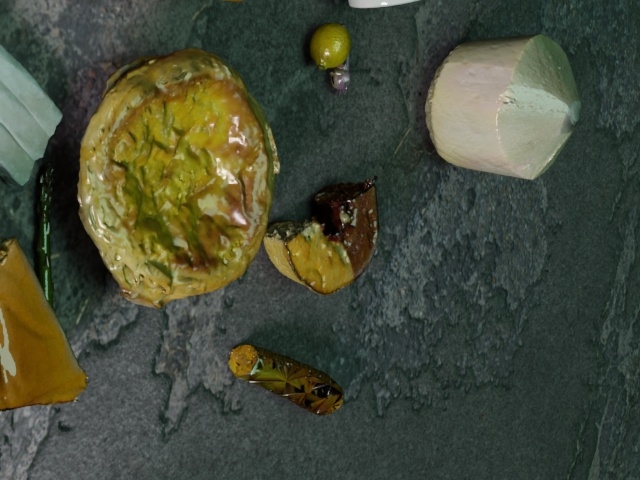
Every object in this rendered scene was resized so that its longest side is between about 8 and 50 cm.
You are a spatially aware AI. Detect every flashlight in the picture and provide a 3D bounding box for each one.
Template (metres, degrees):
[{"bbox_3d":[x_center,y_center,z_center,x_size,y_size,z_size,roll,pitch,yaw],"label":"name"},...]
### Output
[{"bbox_3d":[0.029,-0.278,2.104,0.031,0.052,0.110,1,89,-15],"label":"flashlight"}]

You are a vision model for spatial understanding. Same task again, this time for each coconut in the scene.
[{"bbox_3d":[0.320,-0.222,2.295,0.239,0.244,0.239,-8,101,-49],"label":"coconut"}]

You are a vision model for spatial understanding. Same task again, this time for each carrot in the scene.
[{"bbox_3d":[-0.048,0.209,2.061,0.228,0.069,0.069,30,72,-47],"label":"carrot"}]

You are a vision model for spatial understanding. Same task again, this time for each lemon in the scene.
[{"bbox_3d":[0.014,-0.292,2.060,0.062,0.062,0.083,42,61,-45],"label":"lemon"}]

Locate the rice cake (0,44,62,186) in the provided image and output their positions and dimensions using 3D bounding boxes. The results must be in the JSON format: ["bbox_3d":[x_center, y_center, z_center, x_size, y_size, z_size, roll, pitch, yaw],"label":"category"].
[{"bbox_3d":[-0.396,-0.171,1.604,0.211,0.038,0.124,46,62,-43],"label":"rice cake"}]

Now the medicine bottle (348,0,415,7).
[{"bbox_3d":[0.094,-0.503,2.038,0.170,0.170,0.293,-24,113,-46],"label":"medicine bottle"}]

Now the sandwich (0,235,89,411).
[{"bbox_3d":[-0.386,0.086,1.561,0.227,0.155,0.198,2,94,-51],"label":"sandwich"}]

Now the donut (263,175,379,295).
[{"bbox_3d":[0.000,0.001,2.068,0.217,0.085,0.141,-30,118,-43],"label":"donut"}]

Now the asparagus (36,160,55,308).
[{"bbox_3d":[-0.343,0.025,1.709,0.025,0.024,0.248,-110,-159,-82],"label":"asparagus"}]

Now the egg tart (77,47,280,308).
[{"bbox_3d":[-0.200,-0.087,1.783,0.341,0.129,0.341,-11,105,-48],"label":"egg tart"}]
